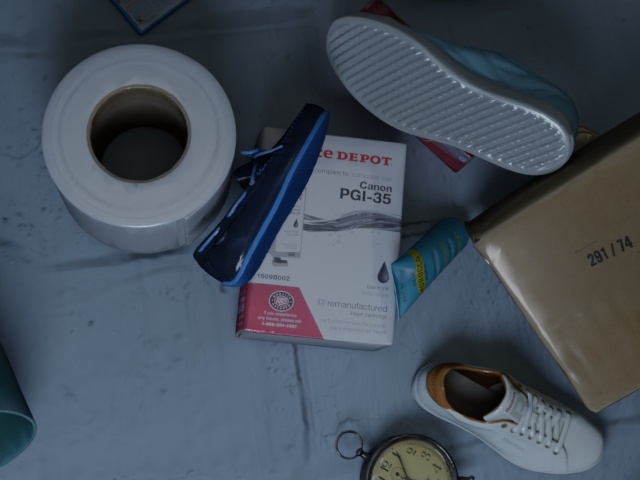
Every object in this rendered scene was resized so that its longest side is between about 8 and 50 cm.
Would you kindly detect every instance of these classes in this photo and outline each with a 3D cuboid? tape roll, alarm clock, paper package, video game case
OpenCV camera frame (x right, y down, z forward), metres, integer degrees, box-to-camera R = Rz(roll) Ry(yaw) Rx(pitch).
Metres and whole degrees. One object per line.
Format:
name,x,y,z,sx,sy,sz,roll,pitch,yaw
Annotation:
tape roll,-0.235,-0.117,1.431,0.246,0.169,0.246,1,77,-6
alarm clock,0.102,0.318,1.469,0.192,0.064,0.129,34,76,-5
paper package,0.415,0.022,1.458,0.325,0.168,0.309,-34,96,11
video game case,-0.267,-0.393,1.564,0.119,0.015,0.166,-40,88,-14

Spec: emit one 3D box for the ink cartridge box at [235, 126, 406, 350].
ink cartridge box,0.000,0.000,1.483,0.207,0.117,0.283,6,79,-8

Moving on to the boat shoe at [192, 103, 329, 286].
boat shoe,-0.078,-0.069,1.373,0.089,0.109,0.258,28,79,13

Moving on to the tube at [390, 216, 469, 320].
tube,0.142,0.029,1.477,0.207,0.052,0.080,-39,121,-53

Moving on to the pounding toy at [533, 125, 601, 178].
pounding toy,0.447,-0.068,1.602,0.269,0.155,0.154,20,105,4

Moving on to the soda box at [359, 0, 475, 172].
soda box,0.138,-0.224,1.568,0.263,0.083,0.092,43,75,1

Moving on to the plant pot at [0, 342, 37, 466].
plant pot,-0.515,0.163,1.286,0.293,0.293,0.235,-19,68,-13

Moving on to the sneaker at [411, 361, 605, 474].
sneaker,0.271,0.248,1.484,0.290,0.123,0.106,21,75,-7

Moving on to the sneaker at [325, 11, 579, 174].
sneaker,0.184,-0.214,1.488,0.366,0.135,0.150,31,36,6
